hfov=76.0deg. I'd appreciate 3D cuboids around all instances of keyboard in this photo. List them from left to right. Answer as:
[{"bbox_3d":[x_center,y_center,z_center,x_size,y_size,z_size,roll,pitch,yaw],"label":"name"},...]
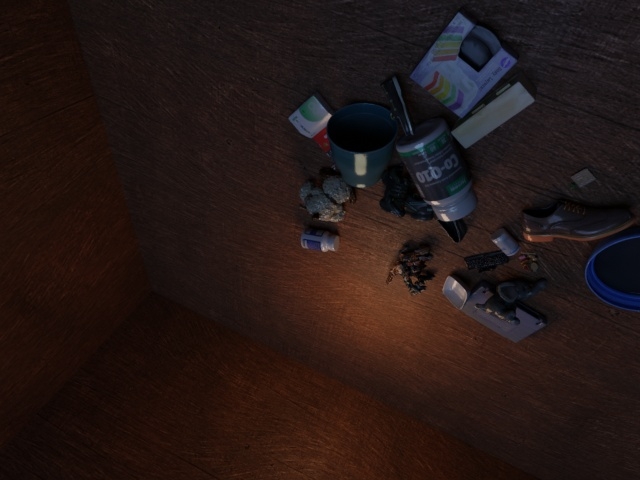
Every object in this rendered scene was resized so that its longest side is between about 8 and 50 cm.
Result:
[{"bbox_3d":[0.760,0.108,1.869,0.192,0.038,0.100,-17,119,42],"label":"keyboard"}]

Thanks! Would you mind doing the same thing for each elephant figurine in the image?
[{"bbox_3d":[0.860,0.245,1.848,0.185,0.240,0.169,24,179,-19],"label":"elephant figurine"}]

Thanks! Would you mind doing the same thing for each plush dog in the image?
[{"bbox_3d":[0.042,-0.208,1.917,0.262,0.211,0.225,38,112,-8],"label":"plush dog"}]

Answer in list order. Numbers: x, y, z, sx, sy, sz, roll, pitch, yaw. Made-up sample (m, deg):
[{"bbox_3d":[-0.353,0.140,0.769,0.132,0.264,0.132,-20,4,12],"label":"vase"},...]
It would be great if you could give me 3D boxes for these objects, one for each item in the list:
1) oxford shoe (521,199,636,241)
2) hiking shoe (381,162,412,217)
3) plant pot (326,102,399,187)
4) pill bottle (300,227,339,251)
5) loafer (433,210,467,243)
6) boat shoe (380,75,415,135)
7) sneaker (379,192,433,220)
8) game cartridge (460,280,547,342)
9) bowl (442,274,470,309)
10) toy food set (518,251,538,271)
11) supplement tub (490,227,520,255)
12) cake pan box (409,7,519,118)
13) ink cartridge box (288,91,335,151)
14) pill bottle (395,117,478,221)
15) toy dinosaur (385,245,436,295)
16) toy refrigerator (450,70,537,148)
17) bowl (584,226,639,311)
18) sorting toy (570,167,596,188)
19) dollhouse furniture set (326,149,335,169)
[{"bbox_3d":[0.937,-0.082,1.516,0.363,0.130,0.133,-9,118,37],"label":"oxford shoe"},{"bbox_3d":[0.329,-0.212,1.716,0.114,0.086,0.227,-24,72,40],"label":"hiking shoe"},{"bbox_3d":[0.166,-0.356,1.636,0.271,0.272,0.255,18,150,16],"label":"plant pot"},{"bbox_3d":[0.000,0.000,2.174,0.186,0.112,0.112,10,134,24],"label":"pill bottle"},{"bbox_3d":[0.541,-0.102,1.766,0.267,0.084,0.096,47,137,-16],"label":"loafer"},{"bbox_3d":[0.285,-0.484,1.503,0.068,0.081,0.228,-19,85,23],"label":"boat shoe"},{"bbox_3d":[0.378,-0.164,1.795,0.267,0.101,0.106,18,119,38],"label":"sneaker"},{"bbox_3d":[0.881,0.355,2.017,0.355,0.068,0.230,31,143,2],"label":"game cartridge"},{"bbox_3d":[0.674,0.247,2.008,0.142,0.053,0.142,51,151,39],"label":"bowl"},{"bbox_3d":[0.902,0.087,1.778,0.077,0.019,0.122,5,139,28],"label":"toy food set"},{"bbox_3d":[0.784,0.008,1.733,0.107,0.071,0.071,41,138,-10],"label":"supplement tub"},{"bbox_3d":[0.474,-0.584,1.362,0.245,0.070,0.267,36,138,-7],"label":"cake pan box"},{"bbox_3d":[-0.004,-0.493,1.752,0.225,0.056,0.181,48,137,-14],"label":"ink cartridge box"},{"bbox_3d":[0.456,-0.265,1.574,0.204,0.204,0.361,-15,121,40],"label":"pill bottle"},{"bbox_3d":[0.449,0.144,2.048,0.218,0.164,0.322,50,156,2],"label":"toy dinosaur"},{"bbox_3d":[0.584,-0.444,1.401,0.094,0.102,0.269,43,138,-11],"label":"toy refrigerator"},{"bbox_3d":[1.233,0.111,1.553,0.390,0.077,0.391,17,136,17],"label":"bowl"},{"bbox_3d":[0.930,-0.218,1.471,0.062,0.012,0.083,38,135,-13],"label":"sorting toy"},{"bbox_3d":[0.082,-0.369,1.793,0.091,0.081,0.114,42,138,-11],"label":"dollhouse furniture set"}]
